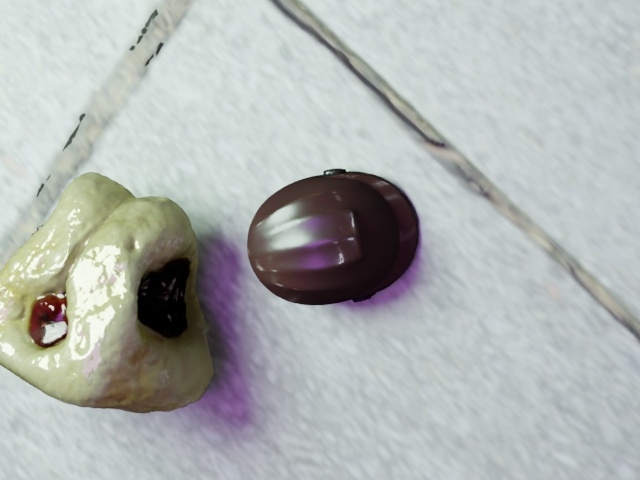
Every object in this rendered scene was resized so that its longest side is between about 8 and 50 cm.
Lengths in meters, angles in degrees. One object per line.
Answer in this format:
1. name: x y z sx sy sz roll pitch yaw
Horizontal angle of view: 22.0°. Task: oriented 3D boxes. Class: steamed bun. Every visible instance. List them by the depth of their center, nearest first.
1. steamed bun: -0.158 0.033 1.229 0.172 0.141 0.155 21 101 29

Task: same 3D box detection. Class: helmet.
1. helmet: 0.000 0.000 1.172 0.123 0.070 0.098 -14 88 31
